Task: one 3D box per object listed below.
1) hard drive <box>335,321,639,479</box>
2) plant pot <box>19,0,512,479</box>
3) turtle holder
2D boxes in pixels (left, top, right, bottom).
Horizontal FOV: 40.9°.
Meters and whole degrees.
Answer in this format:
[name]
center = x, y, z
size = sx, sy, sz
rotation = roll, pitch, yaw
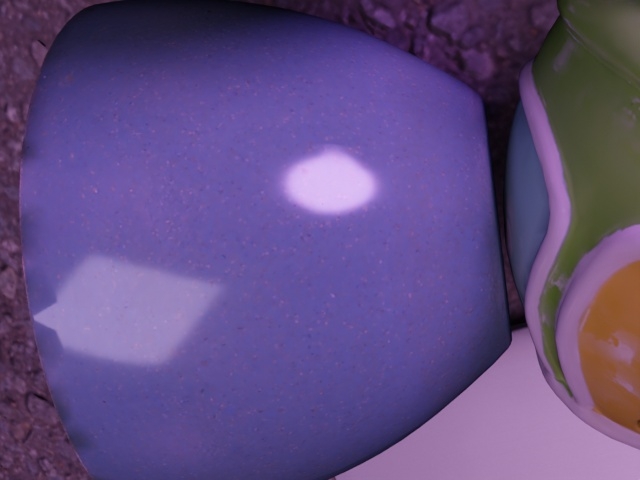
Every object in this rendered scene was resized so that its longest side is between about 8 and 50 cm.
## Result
[hard drive]
center = 0.184, 0.163, 0.570
size = 0.353, 0.047, 0.233
rotation = -20, 85, 25
[plant pot]
center = 0.000, 0.000, 0.476
size = 0.195, 0.290, 0.290
rotation = -7, 109, 13
[turtle holder]
center = 0.206, -0.002, 0.379
size = 0.243, 0.320, 0.227
rotation = 7, 122, -22
